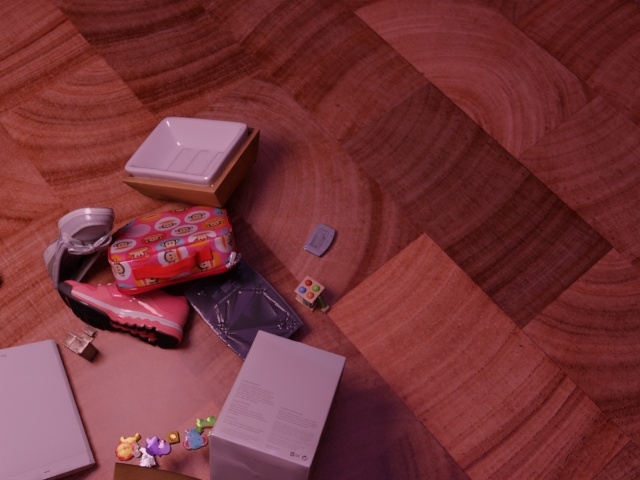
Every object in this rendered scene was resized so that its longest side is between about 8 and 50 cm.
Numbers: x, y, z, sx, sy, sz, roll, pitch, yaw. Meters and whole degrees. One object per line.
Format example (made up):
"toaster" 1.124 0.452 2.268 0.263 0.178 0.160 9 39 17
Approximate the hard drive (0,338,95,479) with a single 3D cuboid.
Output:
"hard drive" -0.637 0.375 1.471 0.203 0.040 0.307 -9 62 -39

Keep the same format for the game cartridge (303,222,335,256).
"game cartridge" 0.000 0.000 1.704 0.056 0.017 0.083 27 68 16

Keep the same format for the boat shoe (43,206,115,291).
"boat shoe" -0.551 0.019 1.556 0.118 0.320 0.103 -2 66 -42

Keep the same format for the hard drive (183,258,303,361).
"hard drive" -0.182 0.166 1.606 0.172 0.054 0.255 -41 73 -17

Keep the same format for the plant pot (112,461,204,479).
"plant pot" -0.290 0.566 1.352 0.255 0.237 0.237 5 65 -15

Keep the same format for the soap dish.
"soap dish" -0.314 -0.194 1.683 0.291 0.118 0.229 9 52 28

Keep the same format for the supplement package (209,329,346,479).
"supplement package" -0.085 0.366 1.393 0.199 0.198 0.262 16 45 7

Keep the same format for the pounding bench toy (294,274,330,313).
"pounding bench toy" -0.013 0.133 1.615 0.083 0.065 0.052 35 70 14

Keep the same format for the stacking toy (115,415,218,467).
"stacking toy" -0.300 0.428 1.426 0.221 0.167 0.052 -12 66 -6

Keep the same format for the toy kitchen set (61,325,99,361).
"toy kitchen set" -0.554 0.224 1.570 0.083 0.075 0.068 28 67 13

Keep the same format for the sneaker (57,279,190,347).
"sneaker" -0.457 0.145 1.602 0.314 0.116 0.136 20 56 1

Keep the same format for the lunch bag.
"lunch bag" -0.338 0.021 1.571 0.293 0.120 0.258 -14 24 -8
